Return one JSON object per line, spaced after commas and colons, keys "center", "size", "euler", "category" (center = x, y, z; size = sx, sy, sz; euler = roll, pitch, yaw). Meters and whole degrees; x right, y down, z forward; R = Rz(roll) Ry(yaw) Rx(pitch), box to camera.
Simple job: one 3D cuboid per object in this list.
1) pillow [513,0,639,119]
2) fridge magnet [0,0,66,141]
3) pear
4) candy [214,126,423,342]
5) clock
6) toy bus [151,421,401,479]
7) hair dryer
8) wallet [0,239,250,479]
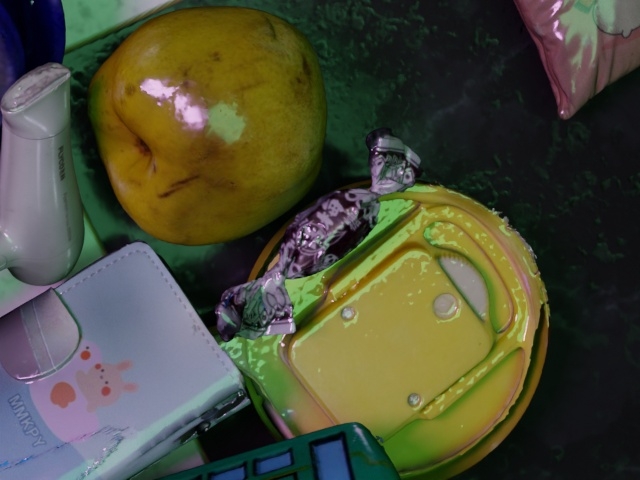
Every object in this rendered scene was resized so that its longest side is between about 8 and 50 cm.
{"center": [0.272, -0.258, 1.198], "size": [0.236, 0.084, 0.223], "euler": [-29, 103, -10], "category": "pillow"}
{"center": [-0.322, -0.151, 0.964], "size": [0.265, 0.113, 0.265], "euler": [-9, 136, -9], "category": "fridge magnet"}
{"center": [-0.084, -0.097, 1.054], "size": [0.200, 0.200, 0.200], "euler": [-1, 94, -17], "category": "pear"}
{"center": [0.000, 0.000, 1.060], "size": [0.051, 0.094, 0.226], "euler": [39, 78, 25], "category": "candy"}
{"center": [0.059, 0.084, 1.163], "size": [0.293, 0.071, 0.277], "euler": [-32, 103, -5], "category": "clock"}
{"center": [-0.077, 0.281, 1.041], "size": [0.343, 0.199, 0.183], "euler": [-16, 121, 0], "category": "toy bus"}
{"center": [-0.271, -0.003, 0.966], "size": [0.075, 0.206, 0.237], "euler": [37, 56, 18], "category": "hair dryer"}
{"center": [-0.203, 0.127, 1.047], "size": [0.250, 0.075, 0.176], "euler": [-32, 65, -11], "category": "wallet"}
